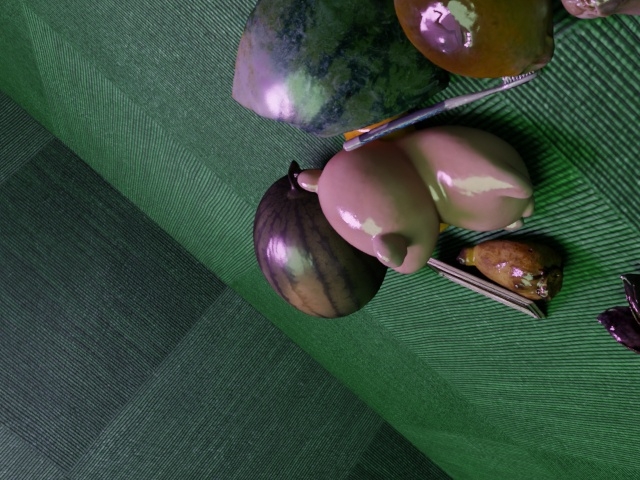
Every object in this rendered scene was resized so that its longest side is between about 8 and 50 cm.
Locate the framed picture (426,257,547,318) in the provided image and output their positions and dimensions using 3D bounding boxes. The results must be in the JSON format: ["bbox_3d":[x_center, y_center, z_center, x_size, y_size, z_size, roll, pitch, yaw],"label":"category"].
[{"bbox_3d":[0.310,0.089,1.116,0.252,0.014,0.197,25,178,31],"label":"framed picture"}]

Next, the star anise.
[{"bbox_3d":[0.547,0.157,0.845,0.283,0.129,0.212,45,153,9],"label":"star anise"}]

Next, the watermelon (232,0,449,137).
[{"bbox_3d":[0.008,-0.261,0.808,0.256,0.260,0.176,58,169,-4],"label":"watermelon"}]

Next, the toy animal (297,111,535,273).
[{"bbox_3d":[0.142,-0.047,0.906,0.345,0.247,0.278,27,155,27],"label":"toy animal"}]

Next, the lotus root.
[{"bbox_3d":[0.331,0.038,0.990,0.190,0.094,0.108,24,147,46],"label":"lotus root"}]

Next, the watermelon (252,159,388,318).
[{"bbox_3d":[0.000,0.000,1.183,0.278,0.279,0.359,21,151,37],"label":"watermelon"}]

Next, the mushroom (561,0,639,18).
[{"bbox_3d":[0.319,-0.206,0.466,0.225,0.093,0.116,4,166,-1],"label":"mushroom"}]

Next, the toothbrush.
[{"bbox_3d":[0.151,-0.178,0.772,0.288,0.024,0.026,-17,119,32],"label":"toothbrush"}]

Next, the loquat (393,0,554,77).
[{"bbox_3d":[0.169,-0.253,0.610,0.195,0.152,0.152,48,158,1],"label":"loquat"}]
